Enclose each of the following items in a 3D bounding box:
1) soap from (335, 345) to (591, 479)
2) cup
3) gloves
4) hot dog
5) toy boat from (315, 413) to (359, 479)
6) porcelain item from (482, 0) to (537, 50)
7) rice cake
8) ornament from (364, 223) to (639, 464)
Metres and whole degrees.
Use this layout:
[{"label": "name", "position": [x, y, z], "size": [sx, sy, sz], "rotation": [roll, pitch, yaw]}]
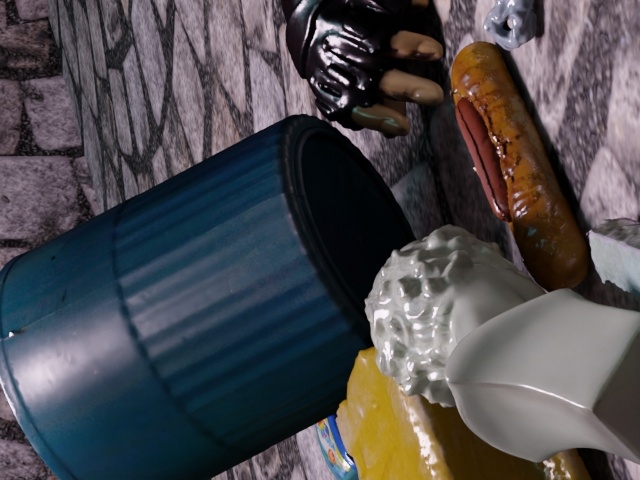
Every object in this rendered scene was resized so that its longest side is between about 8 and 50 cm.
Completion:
[{"label": "soap", "position": [0.121, 0.220, 1.456], "size": [0.259, 0.143, 0.281], "rotation": [100, 152, -54]}, {"label": "cup", "position": [-0.062, 0.078, 1.607], "size": [0.308, 0.292, 0.242], "rotation": [49, -154, -26]}, {"label": "gloves", "position": [0.033, -0.167, 1.605], "size": [0.164, 0.124, 0.203], "rotation": [68, -171, -50]}, {"label": "hot dog", "position": [0.133, -0.050, 1.387], "size": [0.066, 0.047, 0.216], "rotation": [95, 161, -54]}, {"label": "toy boat", "position": [0.046, 0.146, 1.862], "size": [0.110, 0.091, 0.175], "rotation": [-52, 34, 25]}, {"label": "porcelain item", "position": [0.131, -0.169, 1.340], "size": [0.028, 0.036, 0.083], "rotation": [-54, -31, -63]}, {"label": "rice cake", "position": [0.209, 0.019, 1.146], "size": [0.211, 0.034, 0.043], "rotation": [-148, 41, -72]}, {"label": "ornament", "position": [0.118, 0.069, 1.255], "size": [0.130, 0.120, 0.285], "rotation": [43, 174, -21]}]
